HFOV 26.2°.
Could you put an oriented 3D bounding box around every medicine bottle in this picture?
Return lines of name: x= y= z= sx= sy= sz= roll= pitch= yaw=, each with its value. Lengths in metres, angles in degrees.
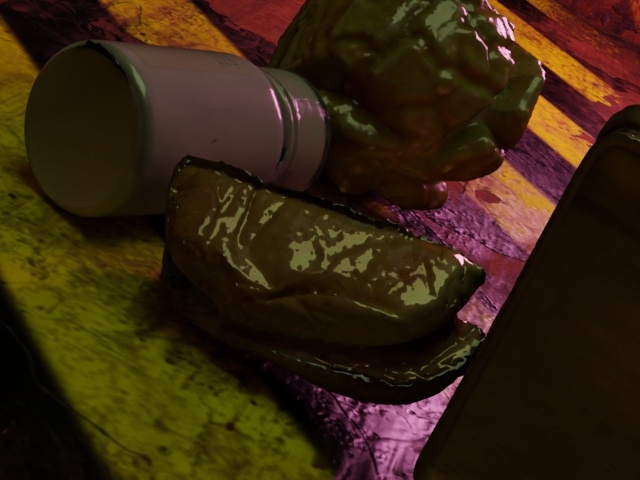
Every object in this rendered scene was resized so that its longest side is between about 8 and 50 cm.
medicine bottle: x=-0.113 y=-0.093 z=1.171 sx=0.143 sy=0.143 sz=0.258 roll=40 pitch=26 yaw=29

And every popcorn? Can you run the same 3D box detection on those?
popcorn: x=0.079 y=-0.169 z=1.447 sx=0.282 sy=0.247 sz=0.282 roll=34 pitch=10 yaw=-7

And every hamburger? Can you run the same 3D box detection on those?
hamburger: x=-0.006 y=0.046 z=1.018 sx=0.262 sy=0.124 sz=0.131 roll=19 pitch=48 yaw=9

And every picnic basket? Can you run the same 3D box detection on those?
picnic basket: x=0.243 y=0.080 z=0.965 sx=0.228 sy=0.312 sz=0.175 roll=31 pitch=21 yaw=14
